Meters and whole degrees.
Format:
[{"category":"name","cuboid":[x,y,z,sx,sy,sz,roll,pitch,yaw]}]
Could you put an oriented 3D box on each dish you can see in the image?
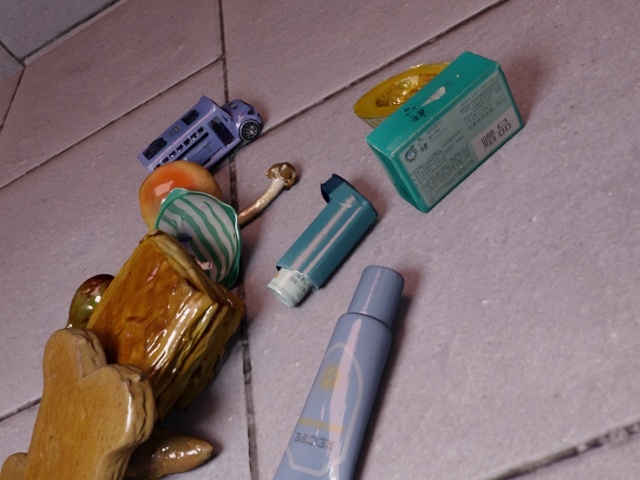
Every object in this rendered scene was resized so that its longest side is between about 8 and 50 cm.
[{"category":"dish","cuboid":[-0.242,0.007,1.393,0.246,0.224,0.078,-36,-6,21]}]

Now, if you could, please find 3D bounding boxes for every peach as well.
[{"category":"peach","cuboid":[-0.301,-0.087,1.494,0.184,0.184,0.184,-21,42,20]}]

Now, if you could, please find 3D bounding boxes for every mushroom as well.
[{"category":"mushroom","cuboid":[-0.126,-0.093,1.456,0.187,0.061,0.060,-44,44,-1]}]

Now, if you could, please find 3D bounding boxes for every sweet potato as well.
[{"category":"sweet potato","cuboid":[-0.322,0.340,1.154,0.341,0.092,0.114,3,37,38]}]

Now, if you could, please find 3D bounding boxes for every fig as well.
[{"category":"fig","cuboid":[-0.475,0.140,1.458,0.155,0.103,0.109,-46,17,-22]}]

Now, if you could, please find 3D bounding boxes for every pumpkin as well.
[{"category":"pumpkin","cuboid":[0.184,-0.251,1.335,0.217,0.110,0.217,-26,24,12]}]

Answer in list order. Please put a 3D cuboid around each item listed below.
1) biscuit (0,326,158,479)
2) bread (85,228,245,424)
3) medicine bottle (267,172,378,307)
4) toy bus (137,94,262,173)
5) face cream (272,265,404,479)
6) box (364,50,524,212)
[{"category":"biscuit","cuboid":[-0.390,0.349,1.100,0.368,0.076,0.394,19,94,48]},{"category":"bread","cuboid":[-0.277,0.156,1.237,0.277,0.167,0.324,-56,36,-2]},{"category":"medicine bottle","cuboid":[0.000,0.000,1.249,0.124,0.079,0.258,24,69,44]},{"category":"toy bus","cuboid":[-0.285,-0.243,1.658,0.292,0.133,0.125,-42,39,-4]},{"category":"face cream","cuboid":[0.035,0.215,1.014,0.135,0.086,0.385,1,58,38]},{"category":"box","cuboid":[0.217,-0.188,1.207,0.245,0.153,0.092,-40,40,-4]}]
